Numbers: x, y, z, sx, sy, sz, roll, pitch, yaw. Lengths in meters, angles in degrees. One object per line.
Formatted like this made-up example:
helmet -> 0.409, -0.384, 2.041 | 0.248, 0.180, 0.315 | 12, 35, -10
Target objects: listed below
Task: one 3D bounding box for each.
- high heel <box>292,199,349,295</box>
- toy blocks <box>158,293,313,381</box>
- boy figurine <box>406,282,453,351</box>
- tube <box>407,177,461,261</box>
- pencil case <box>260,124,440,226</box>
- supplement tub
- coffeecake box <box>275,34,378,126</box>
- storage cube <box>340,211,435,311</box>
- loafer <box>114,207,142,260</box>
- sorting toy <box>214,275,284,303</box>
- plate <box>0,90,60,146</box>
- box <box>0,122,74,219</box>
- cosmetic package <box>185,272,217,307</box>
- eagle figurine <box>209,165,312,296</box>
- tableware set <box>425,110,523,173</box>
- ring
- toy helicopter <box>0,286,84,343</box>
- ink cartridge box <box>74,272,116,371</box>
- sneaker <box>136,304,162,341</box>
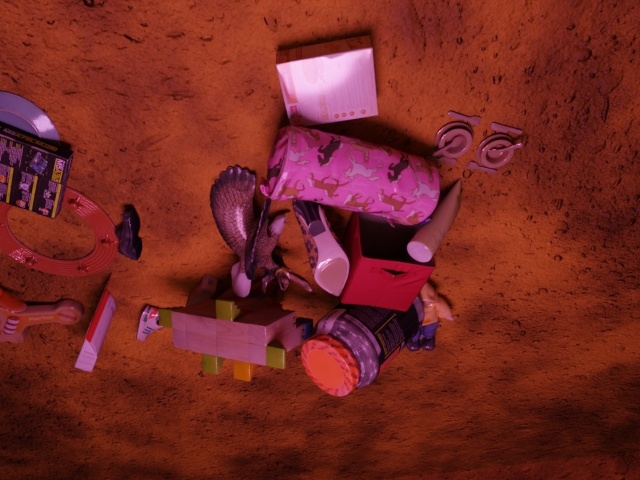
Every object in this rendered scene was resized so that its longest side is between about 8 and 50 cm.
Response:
high heel -> 0.000, 0.000, 1.145 | 0.093, 0.186, 0.261 | -19, 128, -2
toy blocks -> -0.196, 0.222, 1.251 | 0.381, 0.261, 0.190 | 4, 98, 26
boy figurine -> 0.322, 0.227, 1.430 | 0.177, 0.092, 0.285 | -1, 136, 3
tube -> 0.286, -0.047, 1.105 | 0.062, 0.240, 0.070 | 44, 146, -3
pencil case -> 0.069, -0.135, 1.016 | 0.386, 0.167, 0.160 | 11, 177, -22
supplement tub -> 0.117, 0.250, 1.255 | 0.207, 0.338, 0.207 | 21, 125, 33
coffeecake box -> 0.016, -0.316, 0.939 | 0.186, 0.068, 0.142 | -8, 134, 5
storage cube -> 0.157, 0.045, 1.181 | 0.184, 0.215, 0.193 | 8, 138, -9
loafer -> -0.504, -0.016, 1.208 | 0.061, 0.062, 0.170 | 11, 130, -5
sorting toy -> -0.232, 0.224, 1.440 | 0.307, 0.041, 0.229 | -36, 131, 15
plate -> -0.678, -0.236, 1.026 | 0.188, 0.024, 0.188 | -1, 132, -1
box -> -0.674, -0.155, 1.051 | 0.184, 0.045, 0.190 | 19, 127, -21
cosmetic package -> -0.349, 0.155, 1.367 | 0.041, 0.060, 0.115 | 29, 124, -24
eagle figurine -> -0.159, -0.008, 1.142 | 0.226, 0.225, 0.298 | -4, 146, 24
tableware set -> 0.355, -0.211, 1.063 | 0.194, 0.039, 0.128 | 11, 131, -11
ring -> -0.706, -0.016, 1.221 | 0.337, 0.032, 0.336 | -1, 133, -1
toy helicopter -> -0.901, 0.212, 1.386 | 0.355, 0.140, 0.235 | -4, 124, -12
ink cartridge box -> -0.634, 0.238, 1.348 | 0.066, 0.189, 0.232 | 25, 126, -23
sneaker -> -0.530, 0.271, 1.468 | 0.075, 0.057, 0.161 | 17, 127, -9
